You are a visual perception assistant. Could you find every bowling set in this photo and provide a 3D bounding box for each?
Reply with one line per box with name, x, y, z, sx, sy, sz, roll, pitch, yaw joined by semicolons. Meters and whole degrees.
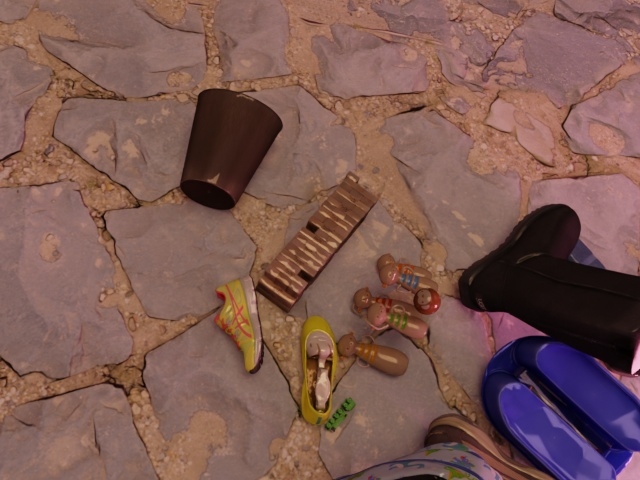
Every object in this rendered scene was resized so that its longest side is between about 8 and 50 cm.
bowling set;0.156;0.118;1.355;0.154;0.199;0.286;21;59;-1

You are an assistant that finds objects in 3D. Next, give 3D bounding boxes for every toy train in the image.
toy train;0.040;0.353;1.314;0.024;0.017;0.083;45;64;-2

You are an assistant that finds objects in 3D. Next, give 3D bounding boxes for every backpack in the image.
backpack;0.151;0.491;1.096;0.274;0.355;0.290;-11;65;-48

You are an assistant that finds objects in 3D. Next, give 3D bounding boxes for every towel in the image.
towel;0.638;0.053;1.578;0.067;0.029;0.119;-31;76;-23

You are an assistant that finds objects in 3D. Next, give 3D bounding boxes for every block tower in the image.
block tower;0.000;0.000;1.431;0.097;0.091;0.335;36;64;5

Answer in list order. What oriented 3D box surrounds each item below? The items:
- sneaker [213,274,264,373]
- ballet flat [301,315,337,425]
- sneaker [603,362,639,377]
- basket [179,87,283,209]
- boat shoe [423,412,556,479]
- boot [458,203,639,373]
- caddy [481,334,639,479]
sneaker;-0.167;0.175;1.325;0.094;0.081;0.208;-9;61;-9
ballet flat;0.000;0.255;1.317;0.077;0.077;0.230;6;64;-9
sneaker;0.756;0.249;1.448;0.228;0.130;0.087;1;58;2
basket;-0.212;-0.195;1.448;0.205;0.154;0.226;18;66;-6
boat shoe;0.341;0.488;1.240;0.356;0.132;0.130;34;41;15
boot;0.554;0.070;1.324;0.367;0.445;0.146;-38;112;-18
caddy;0.494;0.350;1.329;0.341;0.179;0.241;44;88;9
